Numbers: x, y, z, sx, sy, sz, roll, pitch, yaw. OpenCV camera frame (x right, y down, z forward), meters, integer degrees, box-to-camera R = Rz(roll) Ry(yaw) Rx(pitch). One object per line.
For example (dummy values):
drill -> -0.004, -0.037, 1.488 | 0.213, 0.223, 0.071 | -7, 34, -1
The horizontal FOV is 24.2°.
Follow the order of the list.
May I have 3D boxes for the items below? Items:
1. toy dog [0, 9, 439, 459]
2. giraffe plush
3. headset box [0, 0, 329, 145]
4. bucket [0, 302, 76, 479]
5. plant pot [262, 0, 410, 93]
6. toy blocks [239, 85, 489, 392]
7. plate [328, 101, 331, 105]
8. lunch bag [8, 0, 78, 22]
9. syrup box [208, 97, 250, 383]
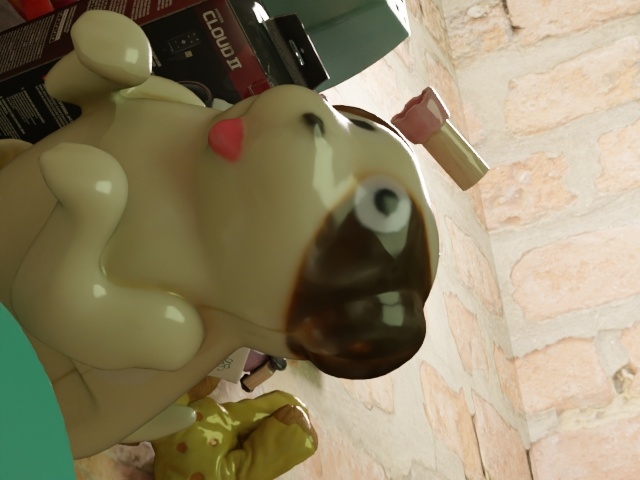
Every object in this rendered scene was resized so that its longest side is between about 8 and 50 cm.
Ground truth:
toy dog -> -0.114, 0.027, 1.099 | 0.284, 0.408, 0.395 | -82, 150, -50
giraffe plush -> -0.129, 0.166, 1.408 | 0.210, 0.181, 0.170 | -38, 103, -35
headset box -> -0.140, -0.120, 1.342 | 0.110, 0.293, 0.218 | -90, 156, -53
bucket -> -0.277, 0.150, 0.860 | 0.281, 0.183, 0.281 | -16, 90, -73
plant pot -> -0.007, -0.308, 2.041 | 0.166, 0.234, 0.165 | 43, 35, -60
toy blocks -> -0.022, -0.053, 1.690 | 0.260, 0.309, 0.288 | 48, 33, -8
plate -> 0.000, 0.000, 1.973 | 0.278, 0.045, 0.277 | 58, 41, -55
lunch bag -> -0.213, -0.254, 1.472 | 0.293, 0.120, 0.258 | 47, 34, -23
syrup box -> -0.083, 0.005, 1.307 | 0.096, 0.093, 0.236 | -86, -167, -53
